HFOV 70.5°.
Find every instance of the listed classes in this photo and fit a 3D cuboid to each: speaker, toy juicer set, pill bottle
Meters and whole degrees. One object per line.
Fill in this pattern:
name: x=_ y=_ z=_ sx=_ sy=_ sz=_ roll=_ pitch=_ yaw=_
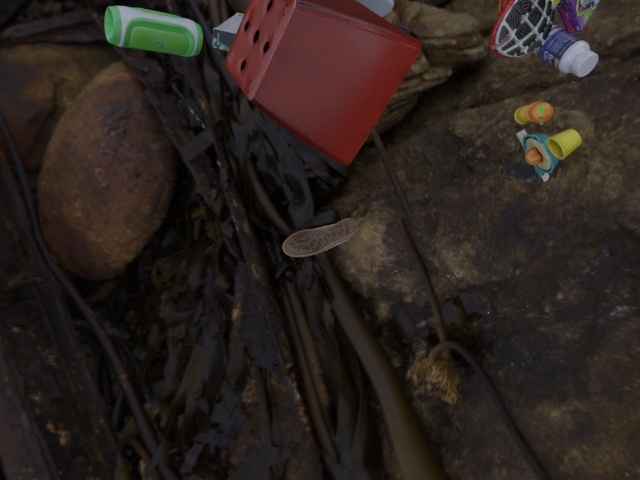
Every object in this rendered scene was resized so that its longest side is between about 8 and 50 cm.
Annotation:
speaker: x=-0.558 y=-0.703 z=1.534 sx=0.131 sy=0.297 sz=0.131 roll=13 pitch=106 yaw=50
toy juicer set: x=0.630 y=-0.290 z=1.348 sx=0.090 sy=0.329 sz=0.209 roll=-32 pitch=76 yaw=5
pill bottle: x=0.715 y=-0.548 z=1.321 sx=0.094 sy=0.094 sz=0.169 roll=-39 pitch=53 yaw=11

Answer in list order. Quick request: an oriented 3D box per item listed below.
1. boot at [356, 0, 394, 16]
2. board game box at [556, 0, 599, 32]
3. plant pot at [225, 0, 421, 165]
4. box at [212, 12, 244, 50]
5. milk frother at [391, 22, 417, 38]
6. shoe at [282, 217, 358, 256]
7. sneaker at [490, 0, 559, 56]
boot: x=0.155 y=-0.827 z=1.533 sx=0.259 sy=0.095 sz=0.123 roll=20 pitch=72 yaw=38
board game box: x=0.688 y=-0.734 z=1.140 sx=0.346 sy=0.208 sz=0.056 roll=-56 pitch=32 yaw=-8
plant pot: x=-0.025 y=-0.344 z=0.870 sx=0.267 sy=0.236 sz=0.267 roll=-58 pitch=44 yaw=26
box: x=-0.119 y=-0.573 z=1.306 sx=0.323 sy=0.232 sz=0.058 roll=12 pitch=127 yaw=1
milk frother: x=0.215 y=-0.545 z=1.330 sx=0.129 sy=0.143 sz=0.134 roll=40 pitch=112 yaw=37
shoe: x=0.000 y=0.000 z=1.249 sx=0.219 sy=0.058 sz=0.076 roll=-17 pitch=75 yaw=-14
sneaker: x=0.415 y=-0.477 z=0.939 sx=0.278 sy=0.107 sz=0.118 roll=-57 pitch=27 yaw=-15
